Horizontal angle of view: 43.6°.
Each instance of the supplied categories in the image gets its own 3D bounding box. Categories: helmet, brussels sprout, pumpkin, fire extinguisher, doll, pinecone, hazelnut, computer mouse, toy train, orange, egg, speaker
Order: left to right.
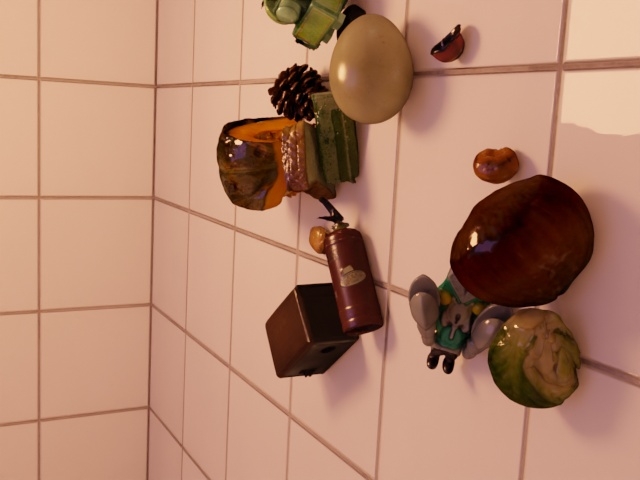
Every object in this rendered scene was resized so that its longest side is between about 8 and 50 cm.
[{"bbox_3d":[-0.156,-0.222,2.229,0.256,0.303,0.225,12,111,34],"label":"pumpkin"},{"bbox_3d":[-0.051,-0.391,2.149,0.173,0.173,0.173,5,96,62],"label":"pinecone"},{"bbox_3d":[-0.027,0.241,2.121,0.231,0.153,0.192,-53,45,49],"label":"speaker"},{"bbox_3d":[-0.021,-0.618,1.970,0.159,0.188,0.271,-43,24,54],"label":"toy train"},{"bbox_3d":[0.059,0.056,1.970,0.102,0.138,0.344,-27,67,33],"label":"fire extinguisher"},{"bbox_3d":[0.075,-0.512,1.991,0.099,0.057,0.172,-37,57,55],"label":"computer mouse"},{"bbox_3d":[0.113,-0.384,1.787,0.188,0.188,0.253,-27,62,60],"label":"egg"},{"bbox_3d":[0.270,-0.395,1.637,0.084,0.049,0.065,-40,18,25],"label":"helmet"},{"bbox_3d":[0.282,0.159,1.572,0.153,0.195,0.258,-73,-30,-59],"label":"doll"},{"bbox_3d":[0.331,-0.137,1.509,0.086,0.086,0.062,32,143,58],"label":"orange"},{"bbox_3d":[0.346,0.010,1.367,0.251,0.217,0.217,-45,48,24],"label":"hazelnut"},{"bbox_3d":[0.363,0.203,1.393,0.145,0.131,0.183,3,113,68],"label":"brussels sprout"}]

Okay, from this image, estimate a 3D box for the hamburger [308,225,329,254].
[{"bbox_3d":[0.000,0.000,2.175,0.083,0.044,0.076,43,126,51],"label":"hamburger"}]

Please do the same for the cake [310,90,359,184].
[{"bbox_3d":[0.037,-0.260,1.998,0.099,0.100,0.235,15,-109,-78],"label":"cake"}]

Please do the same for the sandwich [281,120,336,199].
[{"bbox_3d":[-0.027,-0.200,2.056,0.065,0.215,0.186,-6,81,21],"label":"sandwich"}]
